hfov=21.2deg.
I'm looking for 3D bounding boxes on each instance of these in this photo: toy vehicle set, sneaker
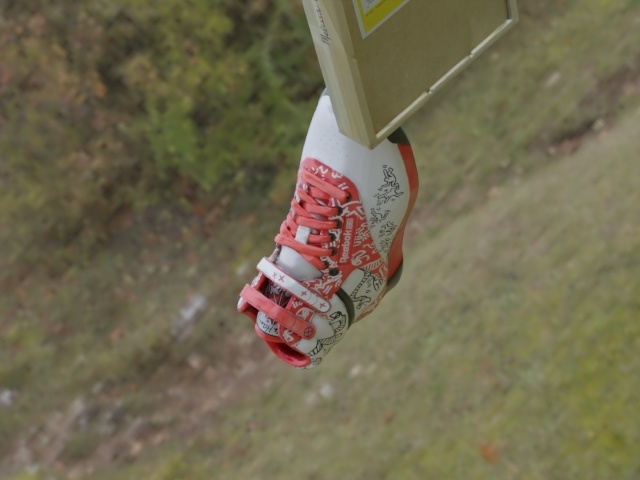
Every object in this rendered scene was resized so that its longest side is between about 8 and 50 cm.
[{"bbox_3d":[0.056,-0.208,1.185,0.166,0.035,0.267,-41,-38,-21],"label":"toy vehicle set"},{"bbox_3d":[0.001,0.001,1.391,0.145,0.090,0.270,-45,-25,-25],"label":"sneaker"}]
